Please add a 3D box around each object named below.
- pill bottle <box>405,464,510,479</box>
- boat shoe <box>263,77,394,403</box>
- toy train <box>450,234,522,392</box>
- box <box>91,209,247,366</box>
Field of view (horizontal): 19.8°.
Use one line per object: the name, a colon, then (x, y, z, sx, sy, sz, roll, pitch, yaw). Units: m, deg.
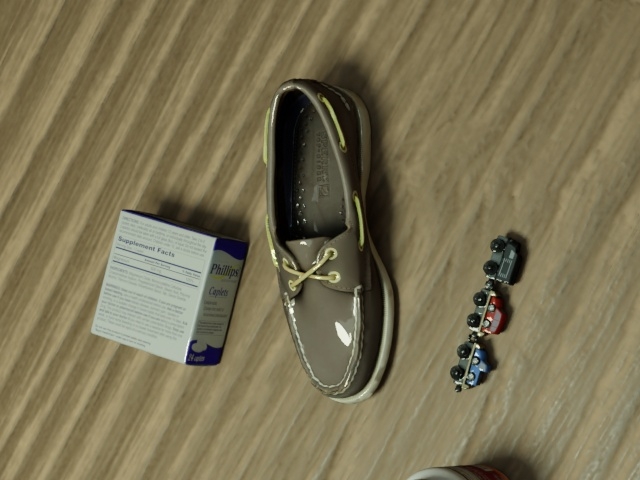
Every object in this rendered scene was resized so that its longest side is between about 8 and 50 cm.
pill bottle: (0.120, 0.252, 1.697, 0.086, 0.152, 0.086, -3, 84, 28)
boat shoe: (0.000, 0.000, 1.815, 0.117, 0.097, 0.324, -7, 82, 27)
toy train: (0.162, 0.073, 1.764, 0.036, 0.027, 0.158, 18, 94, 17)
box: (-0.157, 0.049, 1.909, 0.126, 0.072, 0.137, 16, 94, 29)
